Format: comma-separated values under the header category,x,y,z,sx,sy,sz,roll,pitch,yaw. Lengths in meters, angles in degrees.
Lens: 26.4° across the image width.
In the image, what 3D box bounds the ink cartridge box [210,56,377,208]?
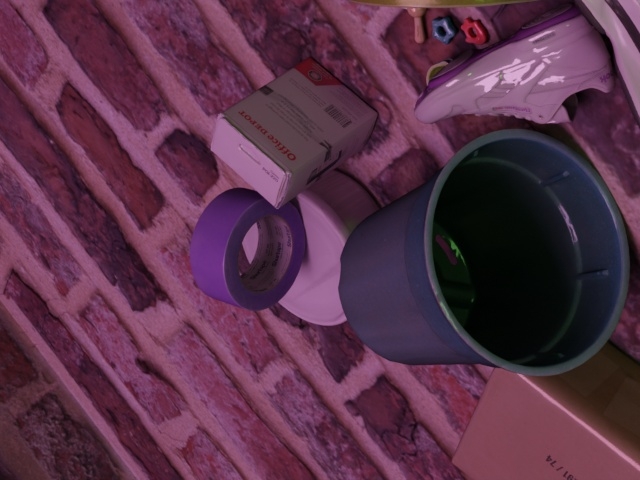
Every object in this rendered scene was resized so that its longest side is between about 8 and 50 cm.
category,x,y,z,sx,sy,sz,roll,pitch,yaw
ink cartridge box,-0.042,-0.172,2.158,0.158,0.218,0.092,42,141,16

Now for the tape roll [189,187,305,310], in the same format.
category,x,y,z,sx,sy,sz,roll,pitch,yaw
tape roll,-0.116,0.014,2.196,0.080,0.189,0.189,17,129,39

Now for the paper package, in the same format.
category,x,y,z,sx,sy,sz,roll,pitch,yaw
paper package,0.403,0.321,2.110,0.325,0.168,0.310,38,140,19

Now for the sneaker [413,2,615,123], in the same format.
category,x,y,z,sx,sy,sz,roll,pitch,yaw
sneaker,0.260,-0.203,1.867,0.305,0.114,0.152,-22,107,39

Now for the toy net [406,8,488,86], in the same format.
category,x,y,z,sx,sy,sz,roll,pitch,yaw
toy net,0.163,-0.312,1.971,0.232,0.045,0.122,56,143,-3

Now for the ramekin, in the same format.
category,x,y,z,sx,sy,sz,roll,pitch,yaw
ramekin,0.000,0.000,2.324,0.272,0.127,0.273,27,135,31

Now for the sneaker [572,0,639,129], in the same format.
category,x,y,z,sx,sy,sz,roll,pitch,yaw
sneaker,0.443,-0.321,1.616,0.257,0.169,0.448,-27,92,34

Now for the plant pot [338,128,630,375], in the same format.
category,x,y,z,sx,sy,sz,roll,pitch,yaw
plant pot,0.209,0.042,1.991,0.341,0.341,0.334,59,150,-6

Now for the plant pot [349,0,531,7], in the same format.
category,x,y,z,sx,sy,sz,roll,pitch,yaw
plant pot,0.161,-0.456,1.712,0.274,0.274,0.294,13,113,41
